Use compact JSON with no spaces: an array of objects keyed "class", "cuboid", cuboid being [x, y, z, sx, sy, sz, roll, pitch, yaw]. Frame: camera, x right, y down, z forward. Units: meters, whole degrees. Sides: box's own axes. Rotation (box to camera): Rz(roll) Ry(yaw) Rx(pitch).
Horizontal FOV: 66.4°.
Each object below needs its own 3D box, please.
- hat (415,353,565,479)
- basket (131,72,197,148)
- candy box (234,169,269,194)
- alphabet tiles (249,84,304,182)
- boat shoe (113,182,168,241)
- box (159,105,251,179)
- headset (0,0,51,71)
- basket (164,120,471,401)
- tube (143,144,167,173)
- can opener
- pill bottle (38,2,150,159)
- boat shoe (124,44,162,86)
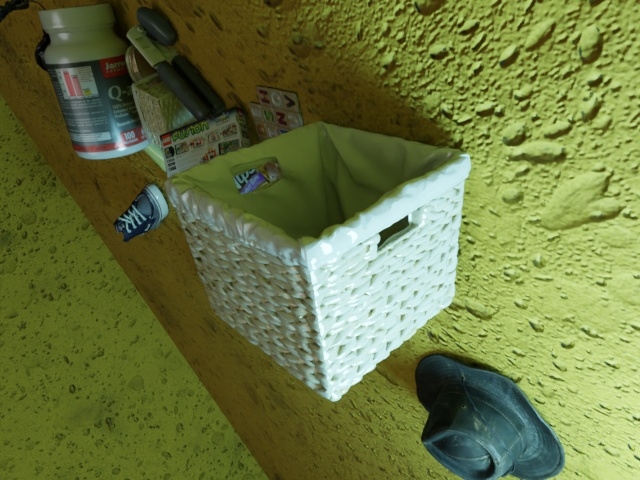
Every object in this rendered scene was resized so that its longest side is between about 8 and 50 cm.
[{"class":"hat","cuboid":[0.293,0.388,0.974,0.331,0.134,0.331,35,146,28]},{"class":"basket","cuboid":[-0.372,-0.315,1.206,0.103,0.113,0.167,31,143,27]},{"class":"candy box","cuboid":[-0.180,-0.116,1.140,0.187,0.109,0.053,49,150,7]},{"class":"alphabet tiles","cuboid":[-0.065,-0.194,0.998,0.198,0.009,0.237,25,140,40]},{"class":"boat shoe","cuboid":[-0.674,-0.088,1.818,0.127,0.158,0.340,52,151,3]},{"class":"box","cuboid":[-0.254,-0.206,1.077,0.207,0.036,0.114,-13,86,22]},{"class":"headset","cuboid":[-0.806,-0.547,1.503,0.243,0.185,0.394,26,152,38]},{"class":"basket","cuboid":[0.000,0.000,0.758,0.331,0.328,0.266,25,133,40]},{"class":"tube","cuboid":[-0.488,-0.264,1.478,0.240,0.062,0.070,48,-171,1]},{"class":"can opener","cuboid":[-0.324,-0.394,1.089,0.283,0.076,0.095,49,151,6]},{"class":"pill bottle","cuboid":[-0.589,-0.415,1.287,0.210,0.210,0.363,23,130,42]},{"class":"boat shoe","cuboid":[-0.428,-0.405,1.249,0.072,0.068,0.190,19,147,27]}]
